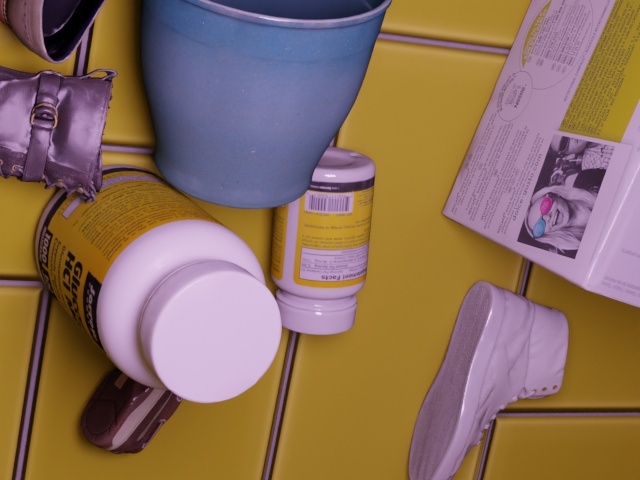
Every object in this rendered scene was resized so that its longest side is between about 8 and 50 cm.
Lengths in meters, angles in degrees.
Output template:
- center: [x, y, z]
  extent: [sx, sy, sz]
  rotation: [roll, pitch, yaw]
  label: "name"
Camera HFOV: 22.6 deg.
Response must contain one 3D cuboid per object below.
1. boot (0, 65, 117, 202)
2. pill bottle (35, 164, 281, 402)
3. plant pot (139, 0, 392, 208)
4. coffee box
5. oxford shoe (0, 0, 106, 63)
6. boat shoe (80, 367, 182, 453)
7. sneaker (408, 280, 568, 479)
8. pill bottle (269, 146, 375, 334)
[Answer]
- center: [-0.345, -0.082, 1.703]
  extent: [0.229, 0.091, 0.263]
  rotation: [16, 98, -15]
  label: "boot"
- center: [-0.174, 0.047, 1.726]
  extent: [0.188, 0.334, 0.188]
  rotation: [-9, 111, -25]
  label: "pill bottle"
- center: [-0.077, -0.186, 1.753]
  extent: [0.272, 0.271, 0.255]
  rotation: [-5, 126, -26]
  label: "plant pot"
- center: [0.420, -0.098, 1.985]
  extent: [0.338, 0.334, 0.338]
  rotation: [18, 97, -30]
  label: "coffee box"
- center: [-0.220, -0.340, 1.638]
  extent: [0.123, 0.130, 0.348]
  rotation: [5, 122, -39]
  label: "oxford shoe"
- center: [-0.179, 0.145, 1.914]
  extent: [0.257, 0.095, 0.095]
  rotation: [-50, 136, 4]
  label: "boat shoe"
- center: [0.236, 0.214, 2.136]
  extent: [0.169, 0.108, 0.292]
  rotation: [18, 98, -28]
  label: "sneaker"
- center: [0.000, 0.000, 1.928]
  extent: [0.119, 0.119, 0.208]
  rotation: [-4, 110, -26]
  label: "pill bottle"
